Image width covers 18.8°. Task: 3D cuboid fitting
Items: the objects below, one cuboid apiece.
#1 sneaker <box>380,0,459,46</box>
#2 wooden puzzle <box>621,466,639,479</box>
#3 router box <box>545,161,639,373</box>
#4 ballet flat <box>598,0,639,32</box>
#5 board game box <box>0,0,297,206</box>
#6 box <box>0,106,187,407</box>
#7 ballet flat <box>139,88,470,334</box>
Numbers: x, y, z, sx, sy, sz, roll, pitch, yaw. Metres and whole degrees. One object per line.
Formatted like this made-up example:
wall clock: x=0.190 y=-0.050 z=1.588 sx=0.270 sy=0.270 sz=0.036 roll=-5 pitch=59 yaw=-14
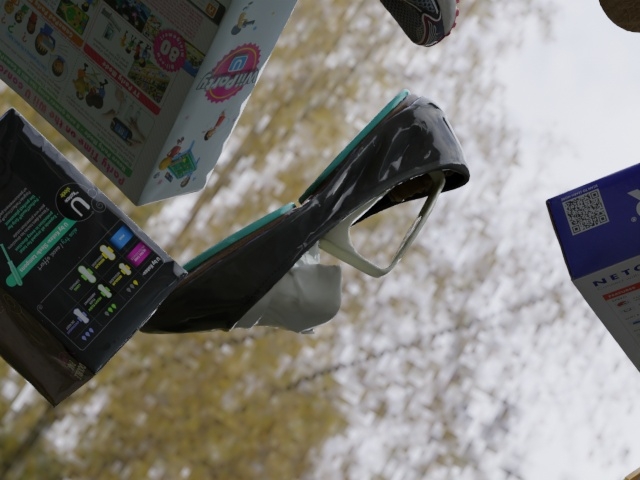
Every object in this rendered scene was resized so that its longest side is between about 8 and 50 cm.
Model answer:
sneaker: x=0.031 y=-0.301 z=1.993 sx=0.299 sy=0.112 sz=0.121 roll=45 pitch=-14 yaw=-34
wooden puzzle: x=0.308 y=0.269 z=1.971 sx=0.014 sy=0.078 sz=0.116 roll=35 pitch=-41 yaw=26
router box: x=0.397 y=-0.004 z=1.654 sx=0.335 sy=0.082 sz=0.301 roll=-22 pitch=-30 yaw=13
ballet flat: x=0.336 y=-0.330 z=1.591 sx=0.116 sy=0.342 sz=0.124 roll=29 pitch=-1 yaw=-16
board game box: x=-0.141 y=-0.216 z=1.587 sx=0.224 sy=0.097 sz=0.303 roll=42 pitch=-58 yaw=21
box: x=-0.099 y=0.007 z=0.667 sx=0.083 sy=0.052 sz=0.062 roll=43 pitch=-26 yaw=-6
ballet flat: x=0.000 y=0.000 z=1.354 sx=0.096 sy=0.280 sz=0.095 roll=50 pitch=-20 yaw=4
